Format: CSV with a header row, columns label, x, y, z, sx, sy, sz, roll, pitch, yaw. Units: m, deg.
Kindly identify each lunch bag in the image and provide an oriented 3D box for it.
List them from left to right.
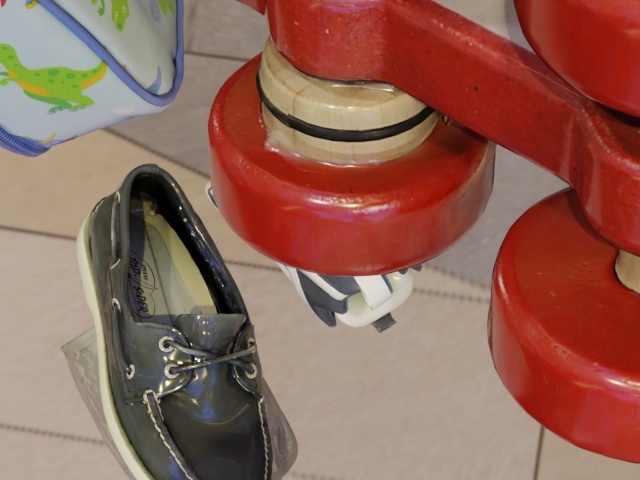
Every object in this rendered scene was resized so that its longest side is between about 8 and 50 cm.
label,x,y,z,sx,sy,sz,roll,pitch,yaw
lunch bag,-0.120,-0.153,0.722,0.090,0.176,0.219,-16,57,24
lunch bag,-0.143,0.164,1.898,0.169,0.287,0.235,-32,92,-9

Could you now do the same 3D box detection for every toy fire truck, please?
label,x,y,z,sx,sy,sz,roll,pitch,yaw
toy fire truck,0.106,-0.092,0.616,0.302,0.254,0.169,32,141,30

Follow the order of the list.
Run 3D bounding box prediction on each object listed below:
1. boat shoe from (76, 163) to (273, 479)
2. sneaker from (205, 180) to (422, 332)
label,x,y,z,sx,sy,sz,roll,pitch,yaw
boat shoe,-0.107,0.079,1.515,0.113,0.127,0.340,-58,39,41
sneaker,0.000,0.000,1.391,0.094,0.235,0.153,-35,101,-14
